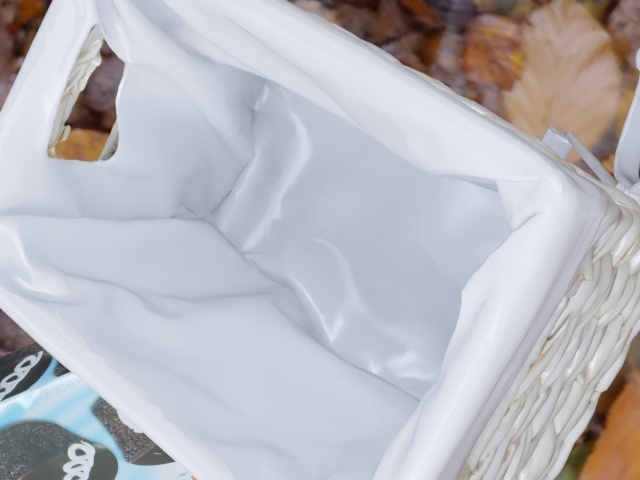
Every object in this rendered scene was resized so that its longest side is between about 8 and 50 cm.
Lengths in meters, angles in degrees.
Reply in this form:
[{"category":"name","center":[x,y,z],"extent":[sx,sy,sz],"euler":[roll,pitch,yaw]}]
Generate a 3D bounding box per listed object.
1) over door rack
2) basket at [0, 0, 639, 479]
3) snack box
[{"category":"over door rack","center":[0.269,-0.021,0.917],"extent":[0.240,0.324,0.108],"euler":[26,90,-4]},{"category":"basket","center":[0.000,0.000,0.416],"extent":[0.167,0.103,0.113],"euler":[34,104,30]},{"category":"snack box","center":[-0.073,0.117,1.017],"extent":[0.322,0.060,0.187],"euler":[-23,123,17]}]
